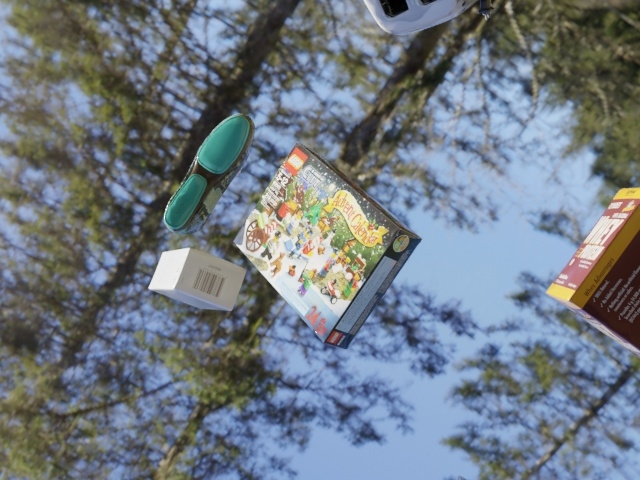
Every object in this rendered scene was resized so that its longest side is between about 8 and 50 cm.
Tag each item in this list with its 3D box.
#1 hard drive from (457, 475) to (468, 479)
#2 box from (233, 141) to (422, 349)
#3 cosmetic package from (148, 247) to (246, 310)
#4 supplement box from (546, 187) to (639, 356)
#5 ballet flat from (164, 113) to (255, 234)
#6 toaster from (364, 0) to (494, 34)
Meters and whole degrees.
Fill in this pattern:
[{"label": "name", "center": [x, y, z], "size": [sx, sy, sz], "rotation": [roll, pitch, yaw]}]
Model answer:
[{"label": "hard drive", "center": [0.296, 0.428, 1.268], "size": [0.255, 0.054, 0.172], "rotation": [31, 176, 12]}, {"label": "box", "center": [0.000, 0.000, 1.091], "size": [0.044, 0.159, 0.233], "rotation": [22, -165, -44]}, {"label": "cosmetic package", "center": [-0.230, 0.072, 1.644], "size": [0.117, 0.085, 0.231], "rotation": [24, 170, -20]}, {"label": "supplement box", "center": [0.459, 0.057, 1.238], "size": [0.194, 0.191, 0.129], "rotation": [35, -178, 0]}, {"label": "ballet flat", "center": [-0.146, -0.089, 1.228], "size": [0.070, 0.188, 0.070], "rotation": [38, -175, -4]}, {"label": "toaster", "center": [0.102, -0.309, 0.915], "size": [0.146, 0.129, 0.227], "rotation": [-48, -60, -47]}]
